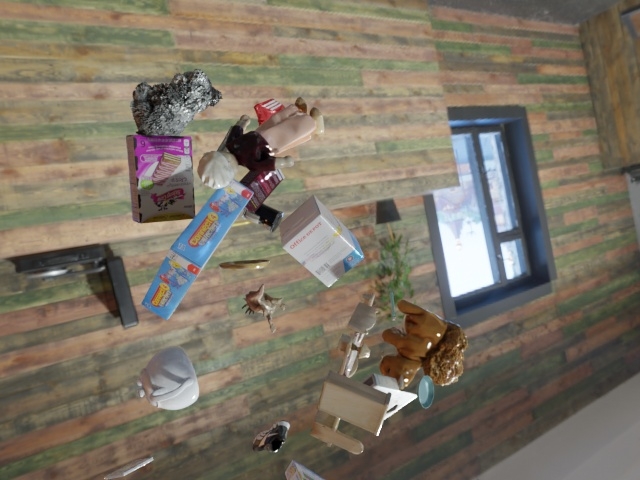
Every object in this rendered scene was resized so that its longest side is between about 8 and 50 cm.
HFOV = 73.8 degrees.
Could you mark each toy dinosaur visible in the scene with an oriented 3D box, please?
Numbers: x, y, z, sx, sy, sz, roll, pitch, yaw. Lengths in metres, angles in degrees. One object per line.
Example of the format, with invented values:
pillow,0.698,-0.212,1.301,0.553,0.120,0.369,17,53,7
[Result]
toy dinosaur,-0.258,0.258,1.783,0.200,0.127,0.296,29,158,25

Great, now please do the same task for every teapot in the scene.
teapot,-0.579,0.528,1.584,0.187,0.252,0.256,-18,141,-34

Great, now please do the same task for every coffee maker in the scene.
coffee maker,-0.286,-0.149,2.177,0.178,0.171,0.120,26,-151,8

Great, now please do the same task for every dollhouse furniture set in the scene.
dollhouse furniture set,0.134,0.379,1.248,0.173,0.303,0.355,19,-154,13

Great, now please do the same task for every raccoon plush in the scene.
raccoon plush,-0.539,-0.447,1.643,0.299,0.447,0.216,-7,170,18

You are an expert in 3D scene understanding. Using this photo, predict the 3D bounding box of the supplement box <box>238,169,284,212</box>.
supplement box,-0.280,-0.258,1.940,0.073,0.130,0.239,15,-123,38

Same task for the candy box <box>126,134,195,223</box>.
candy box,-0.437,-0.170,1.177,0.159,0.234,0.071,-9,-164,-38

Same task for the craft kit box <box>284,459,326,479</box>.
craft kit box,0.025,0.793,1.277,0.061,0.249,0.246,-56,-170,-14

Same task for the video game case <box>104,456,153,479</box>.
video game case,-0.622,0.741,1.387,0.087,0.011,0.122,-20,169,21

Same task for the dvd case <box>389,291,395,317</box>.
dvd case,0.265,0.243,1.568,0.013,0.087,0.119,-6,161,8

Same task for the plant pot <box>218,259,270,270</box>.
plant pot,-0.350,0.114,1.967,0.236,0.033,0.236,-2,-178,0

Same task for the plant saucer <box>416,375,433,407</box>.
plant saucer,0.401,0.584,1.649,0.021,0.120,0.119,-8,-177,42

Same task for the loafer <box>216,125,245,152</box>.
loafer,-0.421,-0.362,1.789,0.267,0.084,0.096,-47,-167,4

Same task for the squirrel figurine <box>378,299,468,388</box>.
squirrel figurine,0.464,0.523,1.956,0.396,0.371,0.281,23,170,17

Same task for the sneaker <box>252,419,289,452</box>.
sneaker,-0.230,0.908,1.913,0.234,0.078,0.106,-43,-158,21

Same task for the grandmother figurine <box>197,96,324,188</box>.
grandmother figurine,-0.147,-0.233,1.053,0.342,0.104,0.207,-35,-127,-24

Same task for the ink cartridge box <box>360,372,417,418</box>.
ink cartridge box,0.222,0.651,1.735,0.238,0.060,0.275,22,125,-31

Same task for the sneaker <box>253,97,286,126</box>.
sneaker,-0.214,-0.414,1.543,0.128,0.221,0.087,36,174,-25

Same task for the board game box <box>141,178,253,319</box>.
board game box,-0.335,0.020,1.166,0.302,0.086,0.308,-46,-166,43

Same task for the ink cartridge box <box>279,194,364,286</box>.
ink cartridge box,0.000,0.000,1.701,0.198,0.270,0.197,-40,-152,13
